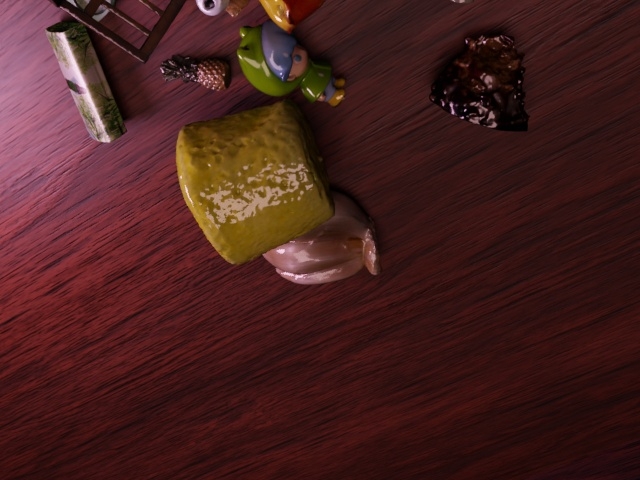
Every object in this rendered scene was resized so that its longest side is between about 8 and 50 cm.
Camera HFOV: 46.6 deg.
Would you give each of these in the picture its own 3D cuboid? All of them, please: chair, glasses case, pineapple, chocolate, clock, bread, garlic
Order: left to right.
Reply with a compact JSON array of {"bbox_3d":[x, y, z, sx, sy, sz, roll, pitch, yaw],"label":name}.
[{"bbox_3d":[-0.471,-0.544,1.447,0.416,0.240,0.203,32,86,-18],"label":"chair"},{"bbox_3d":[-0.538,-0.359,1.701,0.095,0.062,0.272,13,133,36],"label":"glasses case"},{"bbox_3d":[-0.489,-0.534,1.610,0.135,0.041,0.101,-25,120,18],"label":"clock"},{"bbox_3d":[-0.286,-0.383,1.693,0.159,0.074,0.074,9,126,7],"label":"pineapple"},{"bbox_3d":[-0.142,-0.149,1.695,0.308,0.348,0.348,-25,121,8],"label":"bread"},{"bbox_3d":[0.000,0.000,1.912,0.325,0.132,0.279,-1,117,-2],"label":"garlic"},{"bbox_3d":[0.364,-0.355,1.601,0.224,0.206,0.177,15,115,-1],"label":"chocolate"}]

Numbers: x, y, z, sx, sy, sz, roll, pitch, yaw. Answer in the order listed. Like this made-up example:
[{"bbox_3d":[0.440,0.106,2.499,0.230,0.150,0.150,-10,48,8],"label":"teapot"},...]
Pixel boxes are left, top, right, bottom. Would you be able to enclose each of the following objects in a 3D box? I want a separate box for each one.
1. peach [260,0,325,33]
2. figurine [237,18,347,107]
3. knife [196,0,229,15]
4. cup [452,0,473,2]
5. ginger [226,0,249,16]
[{"bbox_3d":[-0.097,-0.568,1.414,0.281,0.281,0.338,1,107,3],"label":"peach"},{"bbox_3d":[-0.063,-0.378,1.629,0.263,0.162,0.143,25,137,-25],"label":"figurine"},{"bbox_3d":[-0.280,-0.612,1.492,0.080,0.044,0.331,-12,113,34],"label":"knife"},{"bbox_3d":[0.295,-0.548,1.557,0.054,0.075,0.083,-17,128,-31],"label":"cup"},{"bbox_3d":[-0.162,-0.554,1.566,0.165,0.067,0.096,-39,114,11],"label":"ginger"}]
